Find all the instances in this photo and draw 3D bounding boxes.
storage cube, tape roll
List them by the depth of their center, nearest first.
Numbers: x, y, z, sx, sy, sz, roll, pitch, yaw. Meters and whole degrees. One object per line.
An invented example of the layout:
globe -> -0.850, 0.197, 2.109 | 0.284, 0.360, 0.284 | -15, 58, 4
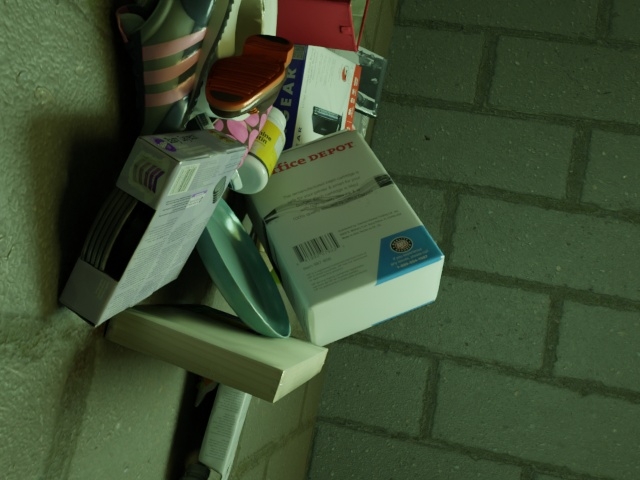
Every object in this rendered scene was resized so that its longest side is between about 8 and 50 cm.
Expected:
tape roll -> -0.155, -0.337, 1.129 | 0.286, 0.100, 0.286 | 10, 90, -80
storage cube -> -0.002, -0.536, 1.513 | 0.215, 0.193, 0.184 | 66, 36, -74

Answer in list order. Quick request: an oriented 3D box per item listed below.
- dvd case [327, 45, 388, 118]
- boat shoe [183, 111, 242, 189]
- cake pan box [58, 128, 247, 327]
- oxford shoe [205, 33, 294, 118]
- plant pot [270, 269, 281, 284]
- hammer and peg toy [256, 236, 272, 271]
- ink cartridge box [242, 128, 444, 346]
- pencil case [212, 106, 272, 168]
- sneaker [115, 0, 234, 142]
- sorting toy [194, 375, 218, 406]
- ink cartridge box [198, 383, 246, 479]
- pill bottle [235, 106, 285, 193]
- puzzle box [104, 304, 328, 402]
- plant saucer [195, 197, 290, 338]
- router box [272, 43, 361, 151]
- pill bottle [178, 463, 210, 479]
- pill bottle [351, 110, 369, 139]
dvd case -> 0.067, -0.459, 1.942 | 0.029, 0.238, 0.179 | -11, -116, 62
boat shoe -> -0.191, -0.131, 1.155 | 0.065, 0.083, 0.183 | 62, -2, 32
cake pan box -> -0.217, -0.028, 0.959 | 0.246, 0.070, 0.267 | -61, 175, 17
oxford shoe -> -0.097, -0.219, 1.034 | 0.271, 0.096, 0.098 | -63, 167, -57
plant pot -> -0.009, -0.004, 1.956 | 0.227, 0.228, 0.207 | -53, 146, -67
hammer and peg toy -> 0.000, 0.000, 1.706 | 0.127, 0.361, 0.266 | -27, -118, 58
ink cartridge box -> 0.032, -0.017, 1.478 | 0.166, 0.285, 0.395 | 87, -21, -52
pencil case -> -0.157, -0.214, 1.296 | 0.098, 0.095, 0.209 | 49, 36, -26
sneaker -> -0.217, -0.244, 0.938 | 0.319, 0.131, 0.112 | -64, -154, 24
sorting toy -> -0.242, 0.310, 1.482 | 0.083, 0.045, 0.075 | 112, 2, -85
ink cartridge box -> -0.196, 0.374, 1.545 | 0.324, 0.071, 0.330 | 107, 1, -85
pill bottle -> -0.130, -0.187, 1.412 | 0.103, 0.103, 0.184 | 89, 14, -47
puzzle box -> -0.147, 0.176, 1.195 | 0.409, 0.272, 0.052 | 26, 82, -79
plant saucer -> -0.150, 0.042, 1.266 | 0.318, 0.043, 0.317 | 59, 6, -10
router box -> -0.019, -0.296, 1.756 | 0.301, 0.082, 0.336 | -2, 103, -63
pill bottle -> -0.269, 0.526, 1.459 | 0.067, 0.067, 0.120 | 87, 17, -53
pill bottle -> 0.059, -0.384, 2.049 | 0.176, 0.176, 0.319 | 70, 32, -71
